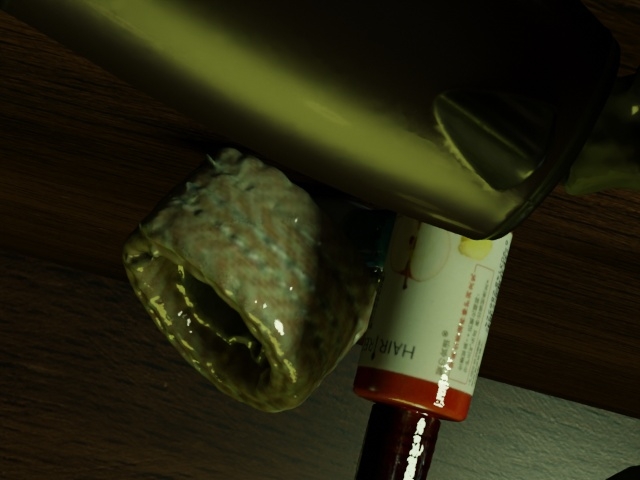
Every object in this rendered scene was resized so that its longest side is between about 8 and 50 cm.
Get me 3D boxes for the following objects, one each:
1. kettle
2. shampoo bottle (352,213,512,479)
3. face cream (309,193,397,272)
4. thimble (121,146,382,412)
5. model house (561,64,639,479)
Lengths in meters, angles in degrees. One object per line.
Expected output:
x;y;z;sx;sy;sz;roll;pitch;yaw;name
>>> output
0.003;-0.097;0.695;0.232;0.144;0.202;32;-171;-10;kettle
0.091;0.089;1.445;0.104;0.278;0.104;14;172;2;shampoo bottle
0.000;0.000;1.696;0.163;0.080;0.336;21;169;-27;face cream
-0.066;0.039;1.565;0.229;0.148;0.196;45;149;-3;thimble
0.236;0.027;0.698;0.280;0.312;0.245;12;174;5;model house
